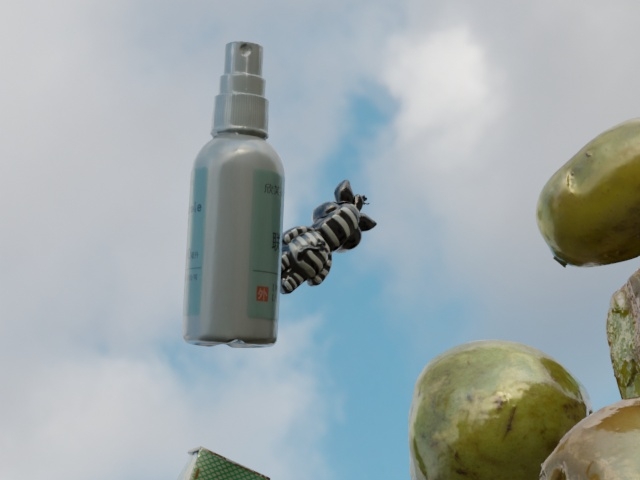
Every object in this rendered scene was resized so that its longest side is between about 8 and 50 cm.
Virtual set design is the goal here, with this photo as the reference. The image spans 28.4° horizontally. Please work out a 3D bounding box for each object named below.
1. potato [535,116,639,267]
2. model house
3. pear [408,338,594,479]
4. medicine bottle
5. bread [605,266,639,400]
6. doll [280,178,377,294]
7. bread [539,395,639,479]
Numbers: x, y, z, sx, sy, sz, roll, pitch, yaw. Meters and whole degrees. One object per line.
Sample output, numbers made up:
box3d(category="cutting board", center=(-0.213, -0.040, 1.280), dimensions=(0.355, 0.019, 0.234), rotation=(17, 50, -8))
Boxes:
box3d(category="potato", center=(0.419, -0.072, 1.608), dimensions=(0.300, 0.140, 0.173), rotation=(-24, -70, 14))
box3d(category="model house", center=(-0.194, 0.437, 2.051), dimensions=(0.178, 0.271, 0.206), rotation=(30, -74, -10))
box3d(category="pear", center=(0.276, 0.297, 1.938), dimensions=(0.304, 0.304, 0.303), rotation=(-23, -47, -27))
box3d(category="medicine bottle", center=(-0.096, -0.054, 1.459), dimensions=(0.110, 0.110, 0.351), rotation=(10, -101, -45))
box3d(category="bread", center=(0.475, 0.177, 1.709), dimensions=(0.119, 0.288, 0.152), rotation=(4, -38, -16))
box3d(category="doll", center=(0.000, 0.000, 1.835), dimensions=(0.091, 0.067, 0.219), rotation=(53, -126, -7))
box3d(category="bread", center=(0.325, 0.295, 1.491), dimensions=(0.133, 0.251, 0.174), rotation=(1, -58, 11))
